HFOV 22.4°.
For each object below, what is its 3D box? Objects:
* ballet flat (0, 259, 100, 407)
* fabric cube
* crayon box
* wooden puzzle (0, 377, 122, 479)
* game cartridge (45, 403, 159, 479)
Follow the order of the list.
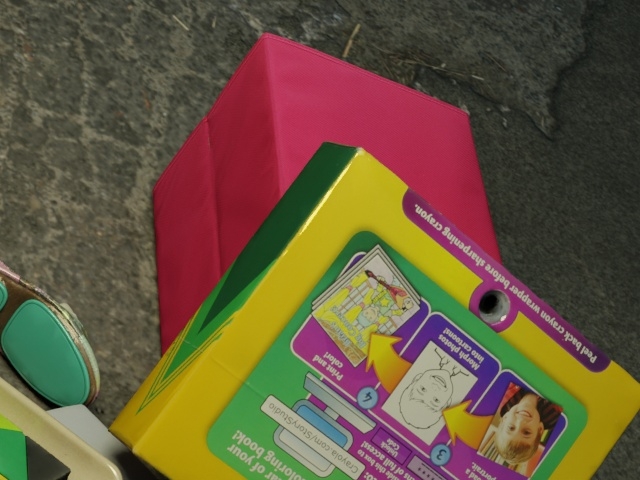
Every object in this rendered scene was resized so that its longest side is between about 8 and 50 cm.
[{"bbox_3d":[-0.275,0.063,1.472,0.221,0.077,0.079,40,15,5],"label":"ballet flat"},{"bbox_3d":[0.000,0.000,1.617,0.254,0.259,0.258,18,41,-26],"label":"fabric cube"},{"bbox_3d":[0.057,0.148,1.403,0.363,0.313,0.106,39,-7,-19],"label":"crayon box"},{"bbox_3d":[-0.303,0.175,1.245,0.221,0.044,0.239,33,35,21],"label":"wooden puzzle"},{"bbox_3d":[-0.240,0.250,1.298,0.196,0.060,0.294,47,35,7],"label":"game cartridge"}]
